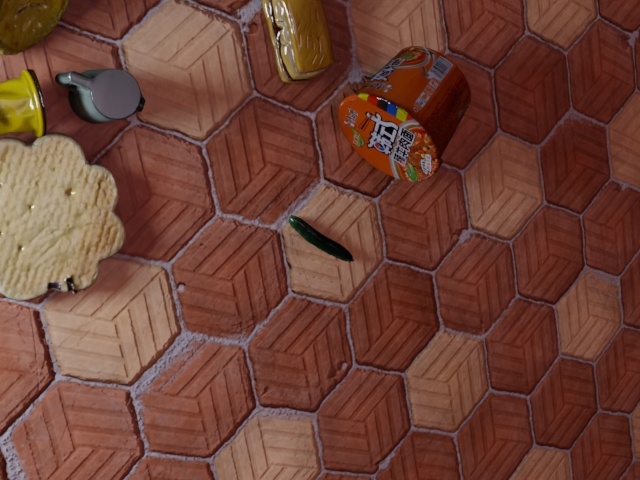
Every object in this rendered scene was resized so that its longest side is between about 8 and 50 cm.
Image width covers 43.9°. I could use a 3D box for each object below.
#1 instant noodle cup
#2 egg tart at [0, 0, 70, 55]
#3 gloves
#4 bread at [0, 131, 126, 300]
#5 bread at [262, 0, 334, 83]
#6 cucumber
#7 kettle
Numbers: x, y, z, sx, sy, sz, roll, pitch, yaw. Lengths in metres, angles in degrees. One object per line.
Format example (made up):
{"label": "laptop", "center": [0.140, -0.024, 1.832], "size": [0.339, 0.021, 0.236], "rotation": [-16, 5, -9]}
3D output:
{"label": "instant noodle cup", "center": [0.192, -0.277, 1.689], "size": [0.250, 0.250, 0.192], "rotation": [49, 66, -26]}
{"label": "egg tart", "center": [-0.506, -0.396, 1.323], "size": [0.074, 0.191, 0.191], "rotation": [40, 74, 7]}
{"label": "gloves", "center": [-0.610, -0.204, 1.288], "size": [0.294, 0.133, 0.116], "rotation": [-14, 104, -27]}
{"label": "bread", "center": [-0.505, -0.040, 1.420], "size": [0.316, 0.054, 0.316], "rotation": [-5, 101, -29]}
{"label": "bread", "center": [-0.042, -0.426, 1.623], "size": [0.116, 0.077, 0.200], "rotation": [-25, 110, -33]}
{"label": "cucumber", "center": [0.000, 0.000, 1.732], "size": [0.184, 0.033, 0.036], "rotation": [34, 105, -29]}
{"label": "kettle", "center": [-0.388, -0.265, 1.399], "size": [0.098, 0.148, 0.127], "rotation": [-43, 115, -17]}
